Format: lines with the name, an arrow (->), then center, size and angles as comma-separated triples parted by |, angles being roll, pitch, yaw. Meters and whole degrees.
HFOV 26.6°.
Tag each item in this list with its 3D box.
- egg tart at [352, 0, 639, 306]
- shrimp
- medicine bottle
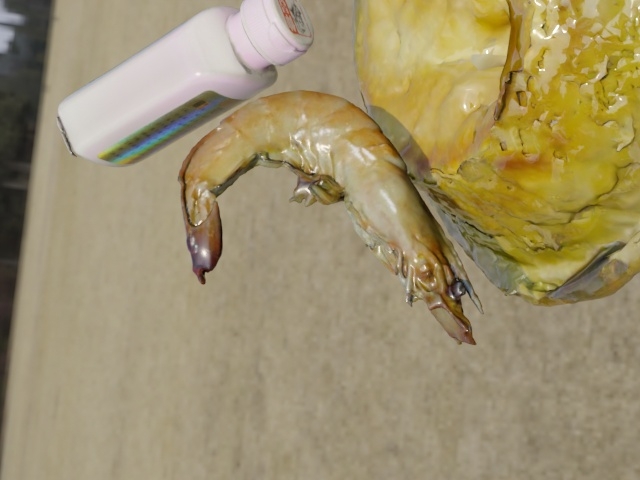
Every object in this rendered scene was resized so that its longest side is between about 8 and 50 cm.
egg tart -> 0.074, -0.079, 0.493 | 0.213, 0.090, 0.212 | 16, 108, 60
shrimp -> 0.000, 0.000, 0.438 | 0.114, 0.083, 0.023 | 54, 157, 23
medicine bottle -> -0.108, -0.138, 1.142 | 0.115, 0.219, 0.078 | -7, -107, -61
